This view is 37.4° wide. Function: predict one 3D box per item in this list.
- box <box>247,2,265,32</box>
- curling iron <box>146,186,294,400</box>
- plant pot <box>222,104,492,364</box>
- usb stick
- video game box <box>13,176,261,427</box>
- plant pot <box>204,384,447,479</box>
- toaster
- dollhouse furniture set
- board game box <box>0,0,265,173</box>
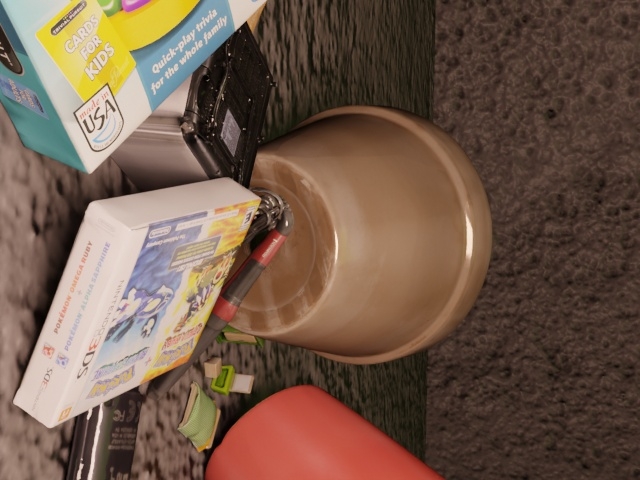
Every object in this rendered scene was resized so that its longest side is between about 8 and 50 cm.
[{"bbox_3d":[-0.111,-0.304,0.933,0.170,0.091,0.130,77,23,-48],"label":"box"},{"bbox_3d":[-0.104,0.057,0.926,0.035,0.068,0.274,-12,139,-54],"label":"curling iron"},{"bbox_3d":[0.000,0.000,1.082,0.280,0.323,0.323,-8,102,-61],"label":"plant pot"},{"bbox_3d":[-0.205,0.261,0.835,0.077,0.045,0.278,32,63,-65],"label":"usb stick"},{"bbox_3d":[-0.148,0.045,0.798,0.187,0.048,0.205,-62,163,21],"label":"video game box"},{"bbox_3d":[0.007,0.322,1.128,0.275,0.243,0.275,-28,142,-25],"label":"plant pot"},{"bbox_3d":[-0.124,-0.136,0.893,0.185,0.110,0.168,62,35,-63],"label":"toaster"},{"bbox_3d":[-0.112,0.173,1.120,0.076,0.059,0.151,70,28,-55],"label":"dollhouse furniture set"},{"bbox_3d":[-0.157,-0.252,0.648,0.254,0.079,0.336,-52,149,-27],"label":"board game box"}]
